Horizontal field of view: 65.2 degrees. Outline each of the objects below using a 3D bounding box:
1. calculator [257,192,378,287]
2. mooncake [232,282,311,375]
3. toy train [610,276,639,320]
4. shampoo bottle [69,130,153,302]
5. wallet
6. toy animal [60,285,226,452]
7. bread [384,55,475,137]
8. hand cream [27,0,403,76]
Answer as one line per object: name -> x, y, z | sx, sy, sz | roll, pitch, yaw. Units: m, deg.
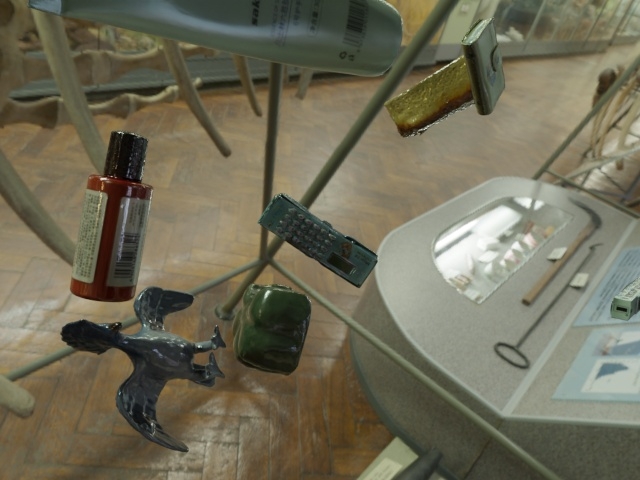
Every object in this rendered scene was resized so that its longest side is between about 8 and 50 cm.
calculator -> 0.000, 0.000, 0.685 | 0.172, 0.057, 0.018 | 34, 4, -13
mooncake -> -0.078, 0.127, 0.802 | 0.104, 0.175, 0.168 | 19, 52, -14
toy train -> 0.636, 0.112, 1.013 | 0.047, 0.043, 0.208 | 11, 17, 43
shampoo bottle -> -0.340, -0.043, 0.835 | 0.105, 0.277, 0.104 | 12, 4, -1
wallet -> 0.316, -0.338, 0.972 | 0.039, 0.155, 0.110 | 10, 51, 39
toy animal -> -0.220, 0.154, 0.690 | 0.177, 0.255, 0.239 | 0, 56, 2
bread -> 0.317, -0.368, 1.290 | 0.114, 0.275, 0.185 | 66, 23, 3
hand cream -> -0.056, -0.204, 0.417 | 0.321, 0.109, 0.067 | 1, 17, -38
